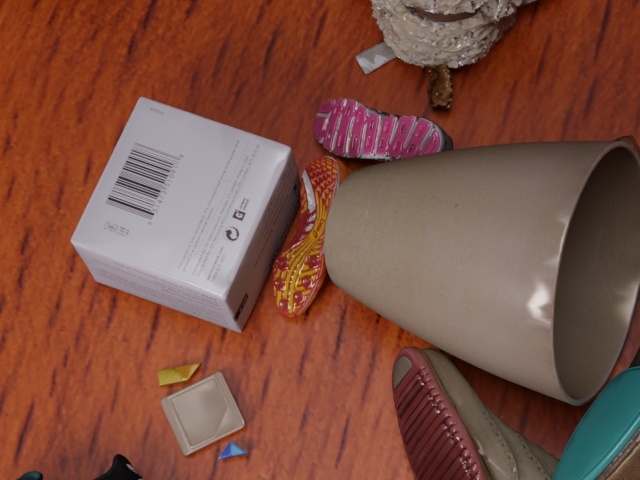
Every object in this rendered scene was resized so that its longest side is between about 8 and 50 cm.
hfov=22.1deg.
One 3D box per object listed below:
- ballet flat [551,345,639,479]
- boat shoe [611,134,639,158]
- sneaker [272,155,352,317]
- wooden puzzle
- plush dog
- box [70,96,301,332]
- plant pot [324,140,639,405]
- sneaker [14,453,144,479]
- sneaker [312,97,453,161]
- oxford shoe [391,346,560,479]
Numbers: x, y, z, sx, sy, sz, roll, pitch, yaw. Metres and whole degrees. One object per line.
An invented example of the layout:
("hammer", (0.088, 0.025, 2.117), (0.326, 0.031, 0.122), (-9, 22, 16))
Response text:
("ballet flat", (0.341, 0.135, 1.550), (0.124, 0.116, 0.342), (35, 69, -15))
("boat shoe", (0.352, -0.039, 1.694), (0.060, 0.064, 0.178), (-36, 67, -5))
("sneaker", (0.000, 0.000, 1.724), (0.064, 0.067, 0.175), (19, 88, 32))
("wooden puzzle", (-0.122, 0.178, 1.694), (0.078, 0.014, 0.116), (-21, 68, 3))
("plush dog", (0.127, -0.276, 1.724), (0.262, 0.225, 0.210), (6, 70, 9))
("box", (-0.136, -0.026, 1.717), (0.182, 0.119, 0.181), (19, 72, 13))
("plant pot", (0.152, 0.012, 1.622), (0.274, 0.256, 0.256), (10, 70, 28))
("sneaker", (-0.309, 0.302, 1.624), (0.302, 0.108, 0.121), (-16, 67, -8))
("sneaker", (0.071, -0.110, 1.760), (0.170, 0.075, 0.063), (12, 88, 34))
("oxford shoe", (0.190, 0.244, 1.592), (0.130, 0.123, 0.348), (-22, 72, -25))
